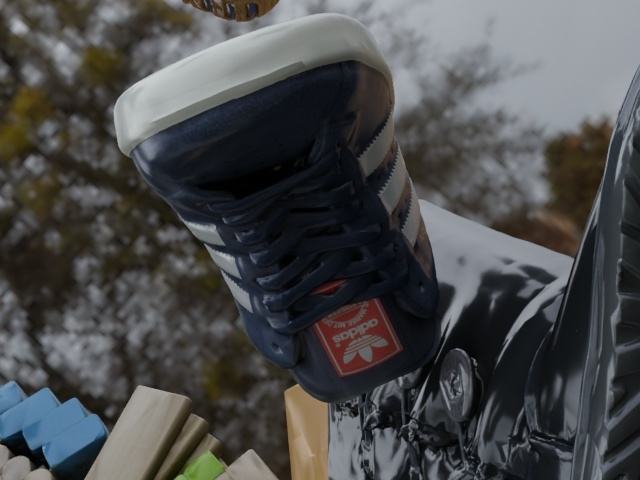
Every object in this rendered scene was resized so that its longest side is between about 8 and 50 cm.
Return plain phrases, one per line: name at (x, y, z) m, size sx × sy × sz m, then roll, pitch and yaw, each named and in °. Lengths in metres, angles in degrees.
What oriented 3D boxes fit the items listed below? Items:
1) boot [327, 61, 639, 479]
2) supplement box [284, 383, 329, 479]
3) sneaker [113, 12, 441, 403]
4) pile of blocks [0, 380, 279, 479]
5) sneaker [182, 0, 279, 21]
boot at (0.136, 0.020, 1.017) m, size 0.445 × 0.146 × 0.367 m, roll -165°, pitch 92°, yaw -77°
supplement box at (0.092, 0.169, 1.496) m, size 0.194 × 0.129 × 0.191 m, roll -1°, pitch -13°, yaw -17°
sneaker at (0.000, 0.000, 0.907) m, size 0.131 × 0.148 × 0.350 m, roll -21°, pitch -14°, yaw 7°
pile of blocks at (-0.137, 0.177, 1.145) m, size 0.149 × 0.362 × 0.113 m, roll -59°, pitch -36°, yaw -25°
sneaker at (-0.143, -0.274, 1.291) m, size 0.131 × 0.296 × 0.112 m, roll -64°, pitch 7°, yaw -15°
